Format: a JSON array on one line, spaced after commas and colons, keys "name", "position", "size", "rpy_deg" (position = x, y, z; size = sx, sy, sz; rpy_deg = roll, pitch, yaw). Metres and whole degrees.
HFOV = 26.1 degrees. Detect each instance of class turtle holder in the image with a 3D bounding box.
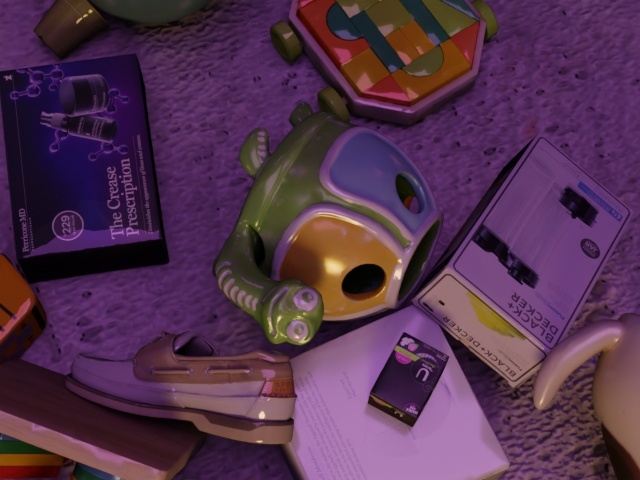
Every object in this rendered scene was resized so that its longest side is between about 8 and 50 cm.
[{"name": "turtle holder", "position": [0.009, -0.018, 1.636], "size": [0.227, 0.320, 0.243], "rpy_deg": [25, 100, 14]}]

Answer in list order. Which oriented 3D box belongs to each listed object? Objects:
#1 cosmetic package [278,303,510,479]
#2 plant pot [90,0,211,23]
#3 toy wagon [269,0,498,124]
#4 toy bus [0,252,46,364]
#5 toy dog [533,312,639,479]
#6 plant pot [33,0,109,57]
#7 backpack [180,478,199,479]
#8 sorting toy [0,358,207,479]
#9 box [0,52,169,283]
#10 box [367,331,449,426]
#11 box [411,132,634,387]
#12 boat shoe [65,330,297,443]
[{"name": "cosmetic package", "position": [0.067, 0.227, 1.650], "size": [0.225, 0.138, 0.224], "rpy_deg": [-22, 72, -12]}, {"name": "plant pot", "position": [-0.223, -0.424, 1.811], "size": [0.293, 0.235, 0.293], "rpy_deg": [4, 65, -9]}, {"name": "toy wagon", "position": [0.064, -0.319, 1.885], "size": [0.267, 0.068, 0.344], "rpy_deg": [-32, 75, -13]}, {"name": "toy bus", "position": [-0.490, 0.016, 1.719], "size": [0.333, 0.108, 0.130], "rpy_deg": [37, 74, 10]}, {"name": "toy dog", "position": [0.429, 0.297, 1.537], "size": [0.395, 0.284, 0.408], "rpy_deg": [7, 90, -16]}, {"name": "plant pot", "position": [-0.340, -0.290, 1.858], "size": [0.083, 0.083, 0.079], "rpy_deg": [43, 86, 12]}, {"name": "backpack", "position": [-0.112, 0.364, 1.578], "size": [0.188, 0.166, 0.144], "rpy_deg": [34, 63, 12]}, {"name": "sorting toy", "position": [-0.283, 0.234, 1.580], "size": [0.257, 0.255, 0.089], "rpy_deg": [20, 94, 5]}, {"name": "box", "position": [-0.305, -0.093, 1.771], "size": [0.184, 0.103, 0.261], "rpy_deg": [-10, 71, -3]}, {"name": "box", "position": [0.100, 0.159, 1.576], "size": [0.062, 0.052, 0.083], "rpy_deg": [28, 72, 9]}, {"name": "box", "position": [0.253, 0.019, 1.688], "size": [0.169, 0.087, 0.290], "rpy_deg": [41, 49, -1]}, {"name": "boat shoe", "position": [-0.159, 0.156, 1.605], "size": [0.302, 0.113, 0.103], "rpy_deg": [9, 92, 26]}]
